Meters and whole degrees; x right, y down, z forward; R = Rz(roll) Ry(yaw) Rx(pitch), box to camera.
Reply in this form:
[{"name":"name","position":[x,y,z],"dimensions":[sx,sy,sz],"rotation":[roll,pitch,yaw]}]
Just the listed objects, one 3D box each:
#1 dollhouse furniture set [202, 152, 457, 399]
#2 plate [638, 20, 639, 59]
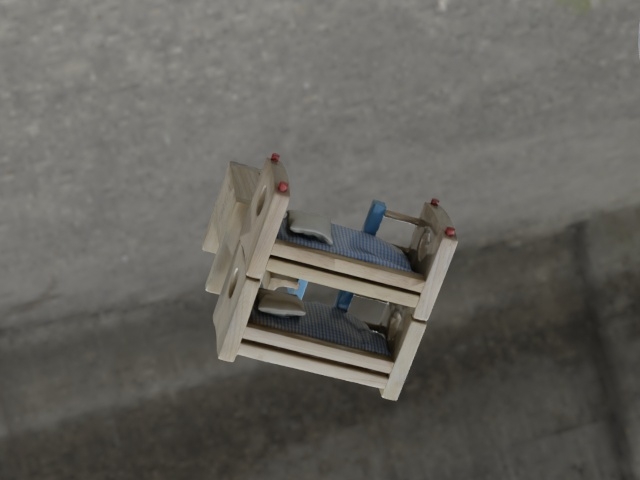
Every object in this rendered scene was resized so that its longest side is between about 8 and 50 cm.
[{"name":"dollhouse furniture set","position":[0.000,0.000,1.062],"dimensions":[0.129,0.129,0.183],"rotation":[15,-159,-14]},{"name":"plate","position":[0.319,-0.193,1.195],"dimensions":[0.024,0.188,0.188],"rotation":[14,159,-24]}]
